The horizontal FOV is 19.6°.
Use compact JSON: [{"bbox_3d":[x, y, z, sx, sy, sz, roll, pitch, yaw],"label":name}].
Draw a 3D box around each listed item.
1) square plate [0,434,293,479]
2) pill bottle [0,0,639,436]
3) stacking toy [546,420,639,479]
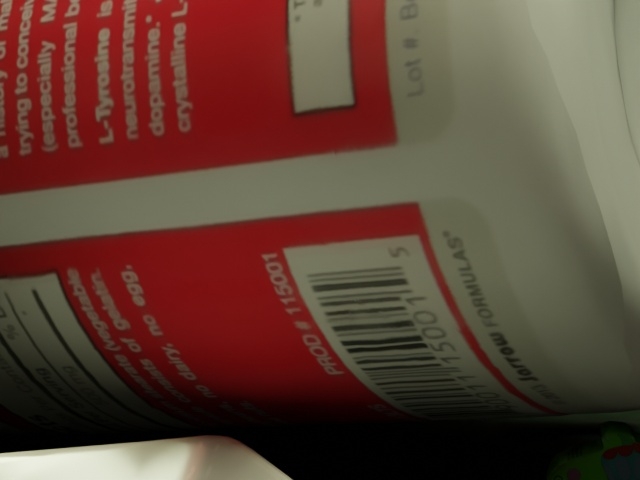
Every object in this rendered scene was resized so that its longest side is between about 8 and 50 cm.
[{"bbox_3d":[-0.123,0.125,0.409,0.344,0.049,0.347,-5,12,-22],"label":"square plate"},{"bbox_3d":[-0.044,-0.040,0.718,0.407,0.229,0.229,-6,6,32],"label":"pill bottle"},{"bbox_3d":[0.187,0.074,0.696,0.221,0.052,0.167,-1,9,4],"label":"stacking toy"}]
